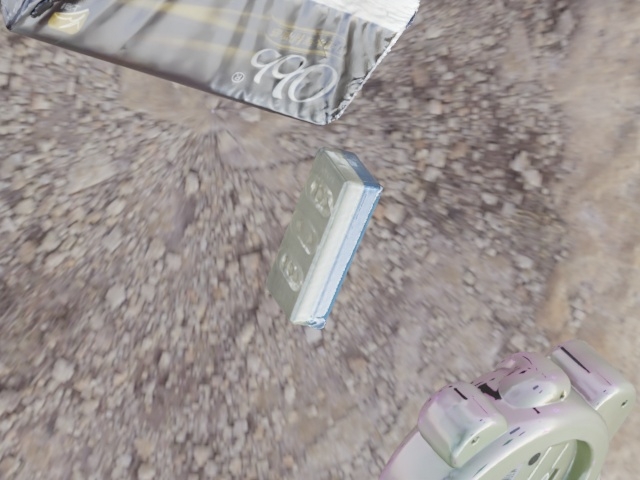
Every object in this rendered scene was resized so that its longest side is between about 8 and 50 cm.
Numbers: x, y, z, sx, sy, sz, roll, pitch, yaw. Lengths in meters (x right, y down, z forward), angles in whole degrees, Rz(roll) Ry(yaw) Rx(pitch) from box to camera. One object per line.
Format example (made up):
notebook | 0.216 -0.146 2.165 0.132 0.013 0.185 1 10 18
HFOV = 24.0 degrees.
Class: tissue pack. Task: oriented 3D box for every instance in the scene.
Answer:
tissue pack | -0.112 -0.268 1.374 0.370 0.210 0.198 15 130 -37

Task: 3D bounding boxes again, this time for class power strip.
power strip | 0.000 0.000 1.062 0.032 0.056 0.123 9 117 -28

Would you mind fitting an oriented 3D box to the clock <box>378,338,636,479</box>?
clock | 0.181 0.245 1.614 0.114 0.309 0.284 47 119 32
